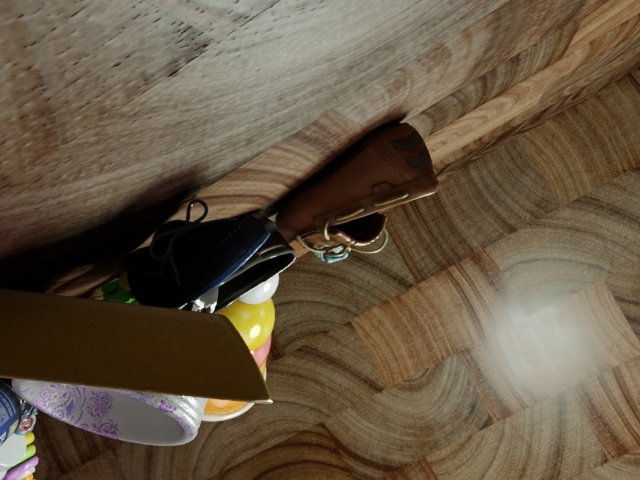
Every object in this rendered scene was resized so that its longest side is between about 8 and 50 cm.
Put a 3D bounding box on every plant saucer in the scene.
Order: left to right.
[{"bbox_3d":[-0.225,0.111,0.776,0.333,0.081,0.333,8,171,-8],"label":"plant saucer"}]

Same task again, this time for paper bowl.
[{"bbox_3d":[-0.308,0.199,1.114,0.284,0.284,0.148,-33,-145,51],"label":"paper bowl"}]

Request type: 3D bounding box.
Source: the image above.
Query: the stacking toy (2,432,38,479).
[{"bbox_3d":[-0.785,0.555,1.847,0.175,0.302,0.166,-30,177,34],"label":"stacking toy"}]

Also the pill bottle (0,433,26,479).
[{"bbox_3d":[-0.840,0.520,1.682,0.301,0.169,0.169,-29,177,17],"label":"pill bottle"}]

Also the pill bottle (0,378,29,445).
[{"bbox_3d":[-0.578,0.302,1.202,0.123,0.123,0.219,-30,-171,14],"label":"pill bottle"}]

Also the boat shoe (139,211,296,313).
[{"bbox_3d":[-0.145,0.063,1.047,0.335,0.095,0.112,-44,170,-49],"label":"boat shoe"}]

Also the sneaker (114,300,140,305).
[{"bbox_3d":[-0.276,0.110,1.226,0.235,0.095,0.090,-32,174,24],"label":"sneaker"}]

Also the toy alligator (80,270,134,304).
[{"bbox_3d":[-0.270,0.071,1.040,0.190,0.051,0.056,-29,176,-2],"label":"toy alligator"}]

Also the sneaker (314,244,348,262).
[{"bbox_3d":[0.000,0.000,1.592,0.110,0.122,0.283,-28,176,-12],"label":"sneaker"}]

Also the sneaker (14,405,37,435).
[{"bbox_3d":[-0.584,0.313,1.416,0.104,0.125,0.262,-27,176,-42],"label":"sneaker"}]

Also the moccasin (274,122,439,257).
[{"bbox_3d":[0.048,-0.043,1.150,0.139,0.147,0.380,-26,175,-44],"label":"moccasin"}]

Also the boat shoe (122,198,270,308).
[{"bbox_3d":[-0.161,0.021,0.818,0.258,0.089,0.109,-27,-167,42],"label":"boat shoe"}]

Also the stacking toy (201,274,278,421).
[{"bbox_3d":[-0.219,0.196,1.792,0.350,0.350,0.480,-25,159,-46],"label":"stacking toy"}]
